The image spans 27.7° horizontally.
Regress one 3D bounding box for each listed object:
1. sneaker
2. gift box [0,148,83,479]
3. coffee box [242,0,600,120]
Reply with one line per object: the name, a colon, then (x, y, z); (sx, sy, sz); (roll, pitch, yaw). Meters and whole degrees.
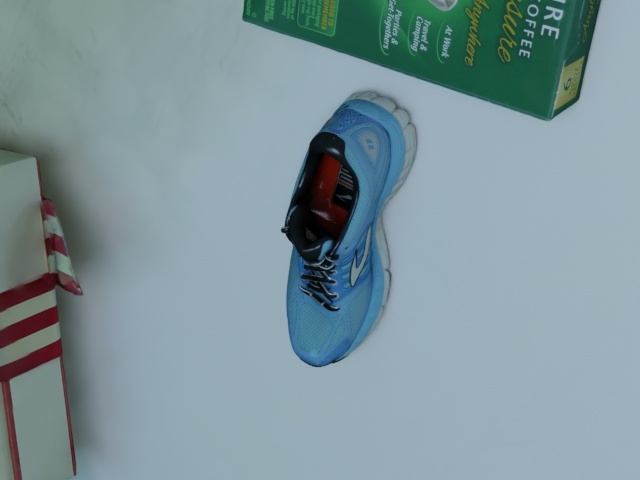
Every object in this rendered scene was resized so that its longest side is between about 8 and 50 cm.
sneaker: (0.000, 0.000, 0.708); (0.063, 0.073, 0.162); (22, 120, 25)
gift box: (-0.292, 0.071, 0.816); (0.276, 0.258, 0.255); (18, 119, 36)
coffee box: (0.049, -0.139, 0.637); (0.184, 0.040, 0.113); (21, 120, 26)
